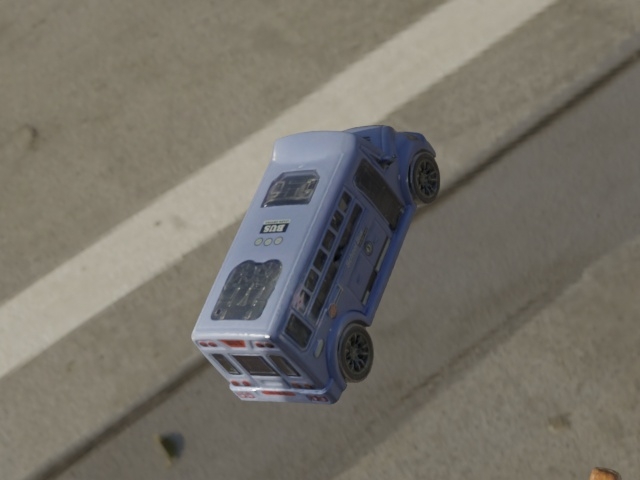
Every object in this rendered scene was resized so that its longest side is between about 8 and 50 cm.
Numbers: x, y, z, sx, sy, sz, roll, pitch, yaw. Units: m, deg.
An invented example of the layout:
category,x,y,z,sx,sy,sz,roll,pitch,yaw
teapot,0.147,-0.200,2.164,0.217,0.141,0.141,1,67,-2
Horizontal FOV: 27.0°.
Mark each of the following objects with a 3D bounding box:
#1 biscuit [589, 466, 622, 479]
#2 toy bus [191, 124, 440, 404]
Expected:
category,x,y,z,sx,sy,sz,roll,pitch,yaw
biscuit,0.337,0.425,1.558,0.043,0.284,0.306,-4,33,17
toy bus,0.000,0.000,0.692,0.073,0.076,0.167,-4,51,37
